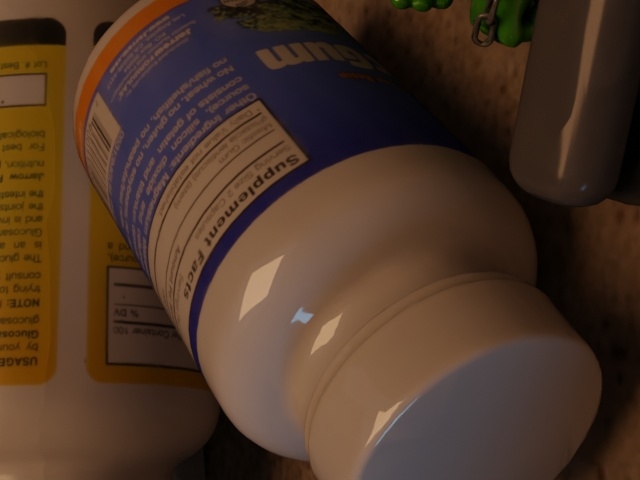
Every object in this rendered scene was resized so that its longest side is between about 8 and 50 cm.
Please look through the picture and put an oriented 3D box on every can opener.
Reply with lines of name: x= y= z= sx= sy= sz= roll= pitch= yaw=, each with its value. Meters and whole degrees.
can opener: x=0.129 y=-0.143 z=0.392 sx=0.093 sy=0.074 sz=0.280 roll=36 pitch=119 yaw=51

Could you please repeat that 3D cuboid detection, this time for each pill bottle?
pill bottle: x=0.000 y=0.000 z=0.520 sx=0.272 sy=0.152 sz=0.152 roll=51 pitch=131 yaw=43
pill bottle: x=-0.154 y=0.032 z=0.700 sx=0.188 sy=0.188 sz=0.334 roll=-21 pitch=66 yaw=55

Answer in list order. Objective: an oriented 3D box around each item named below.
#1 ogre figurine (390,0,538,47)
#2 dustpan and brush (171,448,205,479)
ogre figurine: x=0.045 y=-0.188 z=0.513 sx=0.118 sy=0.096 sz=0.197 roll=100 pitch=166 yaw=-47
dustpan and brush: x=-0.137 y=0.107 z=0.829 sx=0.147 sy=0.060 sz=0.211 roll=-23 pitch=77 yaw=42
